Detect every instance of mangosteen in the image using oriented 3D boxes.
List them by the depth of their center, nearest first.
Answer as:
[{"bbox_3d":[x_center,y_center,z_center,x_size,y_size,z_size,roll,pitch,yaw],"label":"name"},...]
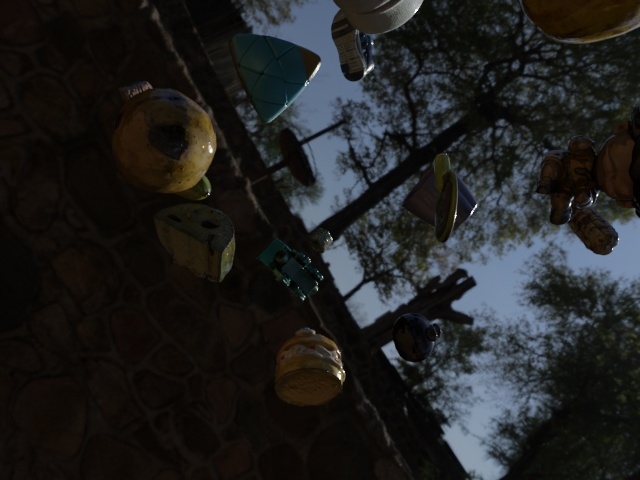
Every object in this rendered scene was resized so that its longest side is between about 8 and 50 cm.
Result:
[{"bbox_3d":[0.288,0.287,1.476,0.152,0.152,0.152,58,-9,14],"label":"mangosteen"}]

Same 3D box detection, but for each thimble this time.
[{"bbox_3d":[0.000,0.000,1.914,0.084,0.062,0.110,42,-22,1],"label":"thimble"}]

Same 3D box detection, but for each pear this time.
[{"bbox_3d":[0.505,-0.499,0.900,0.280,0.281,0.281,58,-9,14],"label":"pear"}]

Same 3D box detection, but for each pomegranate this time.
[{"bbox_3d":[-0.410,-0.255,1.299,0.281,0.281,0.281,58,-9,14],"label":"pomegranate"}]

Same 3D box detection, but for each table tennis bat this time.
[{"bbox_3d":[0.396,-0.156,1.585,0.224,0.054,0.368,95,3,-48],"label":"table tennis bat"}]

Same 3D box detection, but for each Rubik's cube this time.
[{"bbox_3d":[-0.109,-0.443,1.378,0.254,0.254,0.254,58,-9,14],"label":"Rubik's cube"}]

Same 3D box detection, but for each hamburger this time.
[{"bbox_3d":[-0.041,0.460,1.853,0.237,0.276,0.276,-89,161,-49],"label":"hamburger"}]

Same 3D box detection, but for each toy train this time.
[{"bbox_3d":[-0.093,0.090,1.541,0.163,0.112,0.203,34,-14,49],"label":"toy train"}]

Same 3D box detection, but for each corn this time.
[{"bbox_3d":[0.661,-0.051,1.253,0.237,0.079,0.079,-102,170,-56],"label":"corn"}]

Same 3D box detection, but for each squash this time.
[{"bbox_3d":[-0.481,-0.210,1.803,0.187,0.123,0.123,23,-20,14],"label":"squash"}]

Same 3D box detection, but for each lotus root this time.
[{"bbox_3d":[-0.303,-0.003,1.260,0.235,0.138,0.119,31,-40,25],"label":"lotus root"}]

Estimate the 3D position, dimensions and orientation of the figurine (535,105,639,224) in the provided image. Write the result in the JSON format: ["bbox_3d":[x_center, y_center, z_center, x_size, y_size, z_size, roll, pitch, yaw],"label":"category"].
[{"bbox_3d":[0.493,-0.118,0.800,0.257,0.167,0.192,3,-57,42],"label":"figurine"}]

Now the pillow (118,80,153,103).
[{"bbox_3d":[-0.527,-0.371,1.528,0.043,0.126,0.232,-6,-68,35],"label":"pillow"}]

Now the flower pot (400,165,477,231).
[{"bbox_3d":[0.514,-0.169,2.116,0.243,0.265,0.265,42,-8,-4],"label":"flower pot"}]

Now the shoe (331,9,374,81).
[{"bbox_3d":[0.099,-0.556,1.404,0.091,0.106,0.207,-3,-72,41],"label":"shoe"}]

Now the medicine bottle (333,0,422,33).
[{"bbox_3d":[0.063,-0.562,0.934,0.332,0.190,0.190,27,23,-55],"label":"medicine bottle"}]
